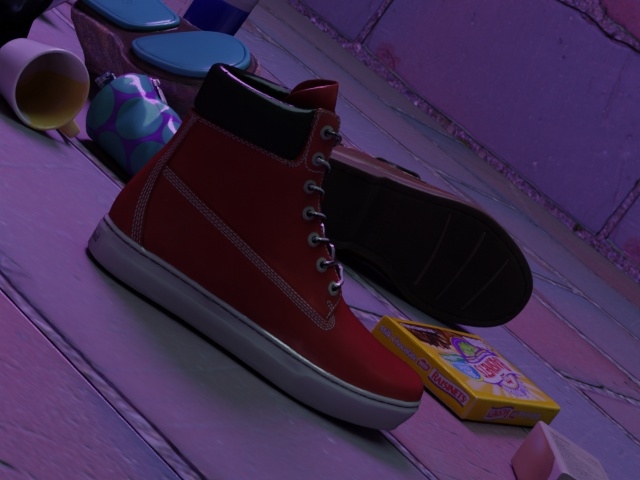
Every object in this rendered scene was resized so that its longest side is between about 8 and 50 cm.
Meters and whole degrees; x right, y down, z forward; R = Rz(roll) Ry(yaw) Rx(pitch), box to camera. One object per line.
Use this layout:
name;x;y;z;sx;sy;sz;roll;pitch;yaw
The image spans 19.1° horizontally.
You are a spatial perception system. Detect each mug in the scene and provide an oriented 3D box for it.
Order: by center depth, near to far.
mug;-0.214;-0.114;1.419;0.062;0.078;0.064;-12;28;-32

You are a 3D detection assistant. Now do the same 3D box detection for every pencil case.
pencil case;-0.114;-0.067;1.456;0.152;0.070;0.064;43;-1;28

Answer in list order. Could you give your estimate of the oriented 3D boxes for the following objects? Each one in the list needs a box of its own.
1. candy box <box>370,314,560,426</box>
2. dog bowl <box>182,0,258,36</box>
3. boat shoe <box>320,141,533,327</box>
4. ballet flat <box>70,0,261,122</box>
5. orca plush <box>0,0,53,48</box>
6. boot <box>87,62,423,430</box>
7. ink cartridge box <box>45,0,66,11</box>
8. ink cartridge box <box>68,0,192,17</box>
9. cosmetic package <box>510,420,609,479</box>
candy box;0.122;0.109;1.564;0.105;0.027;0.206;44;12;23
dog bowl;-0.206;-0.340;2.355;0.265;0.104;0.265;34;10;-7
boat shoe;0.066;-0.024;1.759;0.307;0.110;0.104;31;12;-28
ballet flat;-0.130;-0.138;1.626;0.108;0.106;0.316;-8;24;-20
orca plush;-0.335;-0.198;1.379;0.151;0.102;0.287;-12;-38;35
boot;0.000;0.000;1.217;0.244;0.176;0.088;35;8;-16
ink cartridge box;-0.305;-0.313;1.796;0.207;0.046;0.097;50;20;-52
ink cartridge box;-0.218;-0.330;2.034;0.225;0.181;0.056;29;11;-28
cosmetic package;0.178;0.178;1.381;0.060;0.041;0.115;34;9;-8
